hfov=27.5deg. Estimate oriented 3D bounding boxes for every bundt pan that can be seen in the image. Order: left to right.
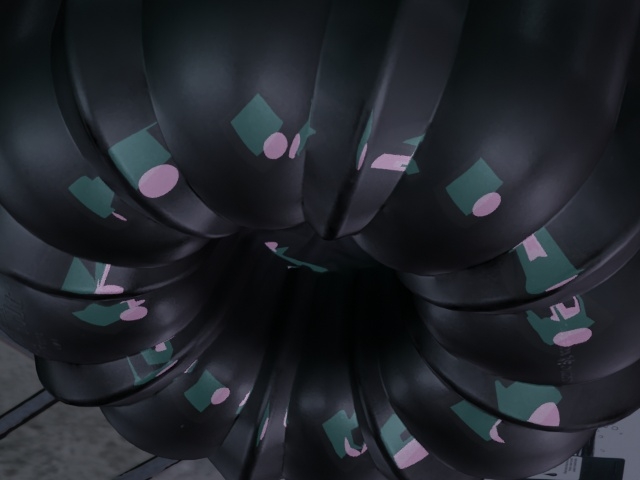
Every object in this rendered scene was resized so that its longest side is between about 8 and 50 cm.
[{"bbox_3d":[0.000,0.000,0.532,0.331,0.124,0.330,7,139,6],"label":"bundt pan"}]

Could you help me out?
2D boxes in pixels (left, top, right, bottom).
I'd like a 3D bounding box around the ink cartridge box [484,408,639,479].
[{"bbox_3d":[0.155,0.078,0.750,0.209,0.086,0.153,4,135,0],"label":"ink cartridge box"}]
